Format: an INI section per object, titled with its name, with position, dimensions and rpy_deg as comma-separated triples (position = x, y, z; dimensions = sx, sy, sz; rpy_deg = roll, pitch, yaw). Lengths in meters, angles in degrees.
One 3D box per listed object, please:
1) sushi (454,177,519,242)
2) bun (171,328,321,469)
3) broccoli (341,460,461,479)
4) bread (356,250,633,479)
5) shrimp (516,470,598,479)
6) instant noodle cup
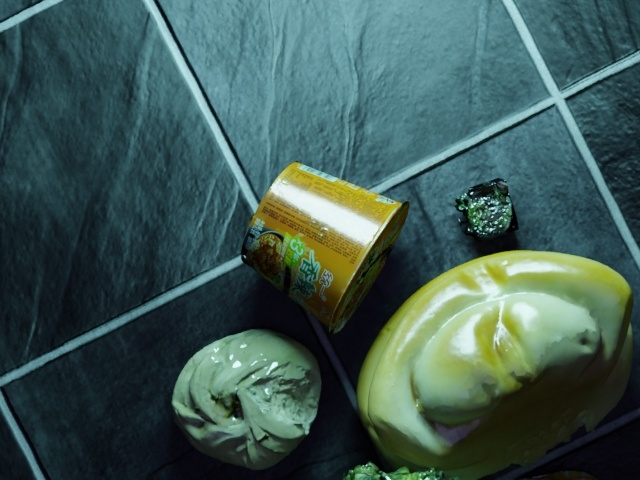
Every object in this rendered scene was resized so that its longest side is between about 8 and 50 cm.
[sushi]
position = 0.256, -0.044, 1.759
dimensions = 0.085, 0.056, 0.083
rpy_deg = -20, 98, 0
[bun]
position = -0.108, 0.245, 1.736
dimensions = 0.237, 0.116, 0.210
rpy_deg = -31, 91, 2
[broccoli]
position = 0.168, 0.457, 1.649
dimensions = 0.353, 0.397, 0.275
rpy_deg = 37, 93, 22
[bread]
position = 0.263, 0.196, 1.666
dimensions = 0.424, 0.245, 0.329
rpy_deg = -28, 91, -3
[shrimp]
position = 0.364, 0.406, 1.777
dimensions = 0.162, 0.045, 0.095
rpy_deg = -4, 118, 1
[instant noodle cup]
position = 0.000, 0.000, 1.689
dimensions = 0.182, 0.230, 0.230
rpy_deg = 29, 91, 9
